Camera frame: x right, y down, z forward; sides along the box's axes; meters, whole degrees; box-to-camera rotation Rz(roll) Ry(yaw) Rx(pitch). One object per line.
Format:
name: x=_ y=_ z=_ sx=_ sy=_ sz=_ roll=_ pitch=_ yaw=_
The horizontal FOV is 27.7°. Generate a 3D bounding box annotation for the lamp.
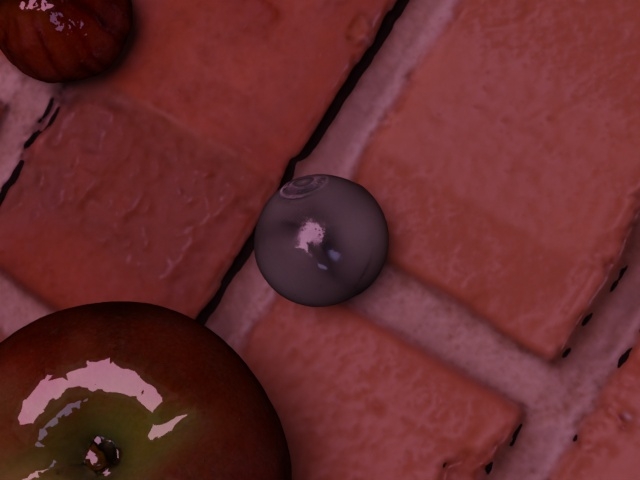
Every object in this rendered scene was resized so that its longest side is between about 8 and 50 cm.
lamp: x=0.000 y=0.000 z=0.999 sx=0.105 sy=0.105 sz=0.105 roll=-3 pitch=78 yaw=16

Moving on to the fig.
fig: x=-0.235 y=-0.205 z=1.103 sx=0.128 sy=0.150 sz=0.128 roll=-29 pitch=38 yaw=27

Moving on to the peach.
peach: x=-0.137 y=0.168 z=0.937 sx=0.252 sy=0.252 sz=0.252 roll=-3 pitch=78 yaw=16
